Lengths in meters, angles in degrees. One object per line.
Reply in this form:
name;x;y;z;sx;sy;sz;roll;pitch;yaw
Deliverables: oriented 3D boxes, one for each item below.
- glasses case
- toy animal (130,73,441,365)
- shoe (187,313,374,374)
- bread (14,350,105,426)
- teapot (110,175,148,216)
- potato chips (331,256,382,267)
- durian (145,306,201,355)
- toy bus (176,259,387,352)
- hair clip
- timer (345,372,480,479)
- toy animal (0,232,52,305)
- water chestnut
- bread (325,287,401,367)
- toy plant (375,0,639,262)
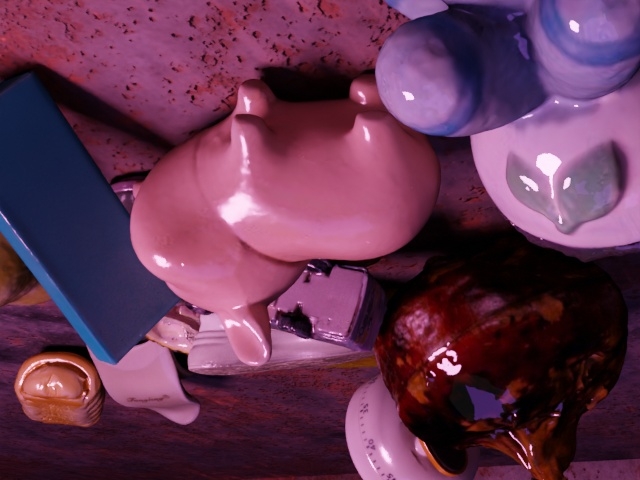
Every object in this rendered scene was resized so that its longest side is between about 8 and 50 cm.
glasses case;-0.269;-0.018;0.901;0.070;0.117;0.301;4;131;47
toy animal;-0.039;-0.040;0.897;0.326;0.237;0.269;1;128;9
shoe;-0.045;0.110;1.281;0.316;0.159;0.124;-7;164;-9
bread;-0.531;0.304;1.778;0.173;0.121;0.311;10;155;-11
teapot;-0.202;0.006;1.058;0.148;0.146;0.116;7;155;-13
potato chips;0.000;0.001;1.143;0.195;0.061;0.208;-8;156;25
durian;-0.246;0.119;1.414;0.140;0.078;0.224;0;148;35
toy bus;-0.065;0.069;1.129;0.317;0.112;0.138;13;168;30
hair clip;-0.332;0.284;1.733;0.173;0.113;0.282;-7;154;18
timer;0.140;0.327;1.402;0.233;0.233;0.240;18;140;-32
toy animal;-0.377;0.002;1.067;0.181;0.180;0.363;4;179;11
water chestnut;0.253;0.169;1.132;0.335;0.347;0.335;-13;145;-9
bread;0.089;0.148;1.399;0.384;0.112;0.166;-3;155;8
toy plant;0.158;-0.155;0.619;0.247;0.247;0.332;-14;145;32
